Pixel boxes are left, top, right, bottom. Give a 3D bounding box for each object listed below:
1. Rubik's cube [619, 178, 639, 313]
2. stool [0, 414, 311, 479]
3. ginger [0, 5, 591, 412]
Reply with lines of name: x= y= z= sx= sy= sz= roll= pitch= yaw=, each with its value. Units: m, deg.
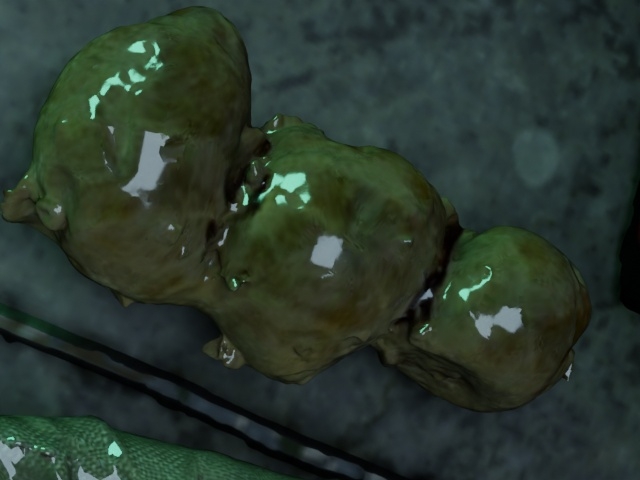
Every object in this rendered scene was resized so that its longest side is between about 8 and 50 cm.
Rubik's cube: x=0.280 y=-0.056 z=0.518 sx=0.246 sy=0.248 sz=0.250 roll=15 pitch=85 yaw=-16
stool: x=-0.033 y=0.233 z=0.417 sx=0.310 sy=0.226 sz=0.310 roll=17 pitch=92 yaw=-15
ginger: x=0.000 y=0.000 z=0.521 sx=0.204 sy=0.080 sz=0.104 roll=30 pitch=75 yaw=-12
